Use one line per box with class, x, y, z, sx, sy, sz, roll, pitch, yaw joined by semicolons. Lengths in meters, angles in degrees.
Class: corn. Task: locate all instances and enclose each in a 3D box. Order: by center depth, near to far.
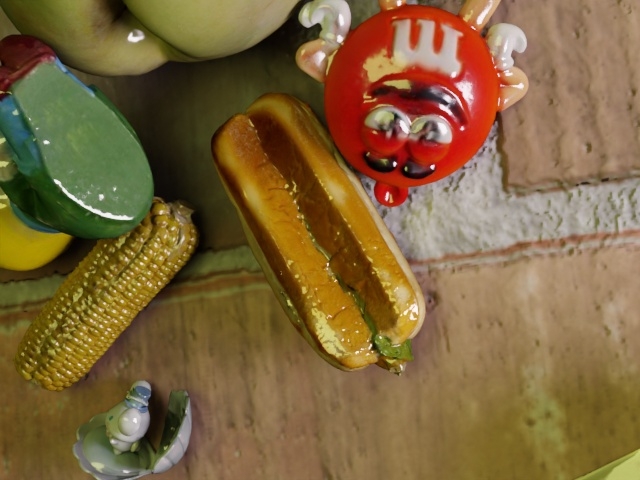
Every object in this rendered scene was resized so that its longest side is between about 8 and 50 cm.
corn;-0.176;0.043;1.241;0.207;0.068;0.068;-46;70;13

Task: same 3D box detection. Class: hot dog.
hot dog;0.000;0.000;1.171;0.104;0.076;0.250;-34;72;4

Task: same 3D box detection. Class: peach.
peach;-0.126;-0.270;1.164;0.292;0.247;0.292;-23;52;33

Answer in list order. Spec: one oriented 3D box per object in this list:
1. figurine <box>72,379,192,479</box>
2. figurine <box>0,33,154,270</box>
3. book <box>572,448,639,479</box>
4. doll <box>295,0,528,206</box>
figurine;-0.146;0.149;1.215;0.082;0.094;0.086;24;129;-13
figurine;-0.245;-0.063;1.207;0.127;0.185;0.234;-53;26;-22
book;0.204;0.207;1.094;0.111;0.014;0.077;-29;75;18
doll;0.068;-0.133;1.134;0.183;0.085;0.217;20;96;-3
